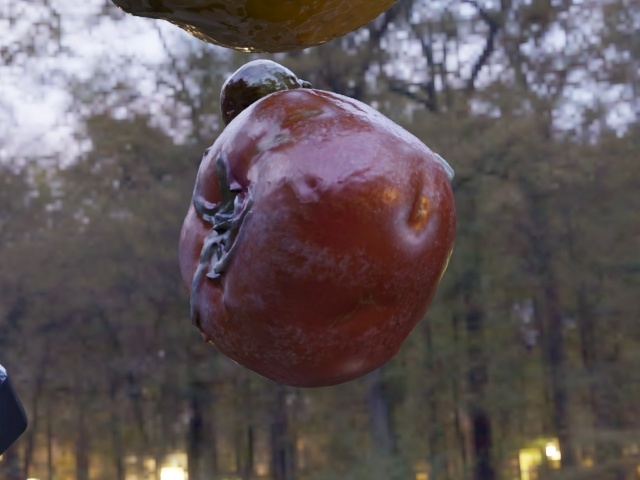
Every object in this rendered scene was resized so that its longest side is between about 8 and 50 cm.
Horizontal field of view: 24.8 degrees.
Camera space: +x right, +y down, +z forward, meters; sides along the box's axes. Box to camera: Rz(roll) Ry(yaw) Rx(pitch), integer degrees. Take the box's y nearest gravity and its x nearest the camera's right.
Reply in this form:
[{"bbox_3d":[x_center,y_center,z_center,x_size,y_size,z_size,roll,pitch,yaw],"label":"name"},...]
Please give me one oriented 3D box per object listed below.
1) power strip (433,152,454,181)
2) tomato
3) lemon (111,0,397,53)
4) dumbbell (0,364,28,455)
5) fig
[{"bbox_3d":[0.121,-0.095,2.201,0.048,0.080,0.286,41,-13,-18],"label":"power strip"},{"bbox_3d":[-0.001,-0.002,1.129,0.188,0.232,0.232,15,-18,-28],"label":"tomato"},{"bbox_3d":[-0.033,-0.315,1.188,0.336,0.336,0.336,-3,-10,-1],"label":"lemon"},{"bbox_3d":[-0.433,0.227,1.377,0.160,0.325,0.144,39,-30,6],"label":"dumbbell"},{"bbox_3d":[-0.064,-0.193,1.944,0.154,0.103,0.109,-25,3,-37],"label":"fig"}]
